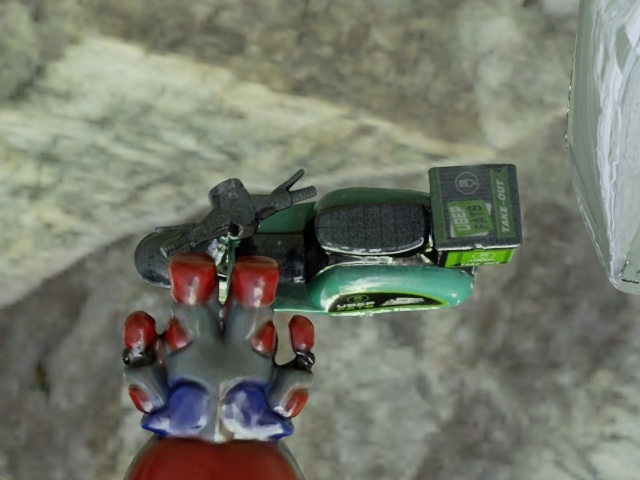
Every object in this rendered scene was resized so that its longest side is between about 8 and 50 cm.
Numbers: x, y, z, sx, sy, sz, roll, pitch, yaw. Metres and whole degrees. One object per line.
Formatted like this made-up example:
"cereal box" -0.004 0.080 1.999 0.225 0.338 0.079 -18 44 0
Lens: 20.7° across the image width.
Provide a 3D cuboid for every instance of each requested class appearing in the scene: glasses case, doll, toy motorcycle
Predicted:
"glasses case" 0.195 -0.106 0.978 0.308 0.083 0.128 88 -20 -53
"doll" -0.045 0.102 0.731 0.062 0.104 0.195 -154 -115 -68
"toy motorcycle" 0.000 0.000 0.801 0.100 0.173 0.058 94 -6 -71

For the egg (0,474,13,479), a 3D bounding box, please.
"egg" -0.225 0.228 0.826 0.258 0.352 0.258 -10 -105 38
